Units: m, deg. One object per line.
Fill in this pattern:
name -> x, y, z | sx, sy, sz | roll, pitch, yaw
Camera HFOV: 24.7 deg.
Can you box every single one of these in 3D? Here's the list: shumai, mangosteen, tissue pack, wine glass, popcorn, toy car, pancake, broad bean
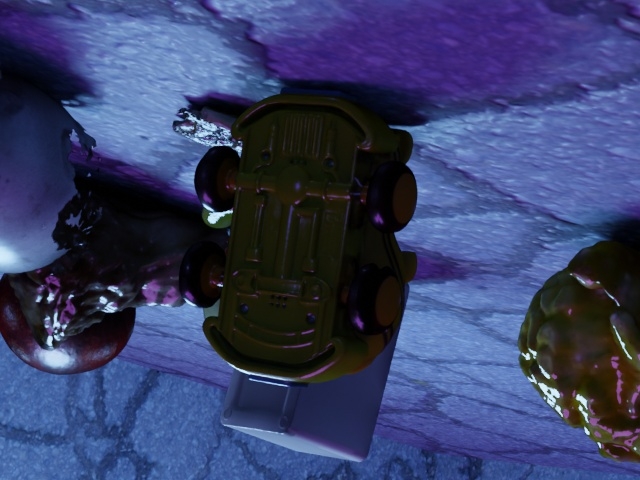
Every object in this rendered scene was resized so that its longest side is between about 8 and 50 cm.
shumai -> -0.255, 0.000, 1.853 | 0.283, 0.217, 0.346 | -17, 180, -2
mangosteen -> -0.379, 0.080, 2.211 | 0.215, 0.215, 0.257 | 16, 137, -8
tissue pack -> -0.009, 0.148, 1.918 | 0.136, 0.246, 0.159 | 24, 166, -36
wine glass -> -0.325, -0.088, 1.339 | 0.190, 0.190, 0.357 | 12, 167, 12
popcorn -> 0.316, 0.098, 1.436 | 0.237, 0.206, 0.251 | 26, 158, 33
toy car -> 0.000, 0.000, 1.243 | 0.200, 0.248, 0.142 | 11, -179, 33
pancake -> -0.081, -0.101, 1.382 | 0.116, 0.022, 0.129 | 16, 173, -8
broad bean -> -0.103, -0.040, 1.647 | 0.063, 0.045, 0.083 | 15, 163, -30

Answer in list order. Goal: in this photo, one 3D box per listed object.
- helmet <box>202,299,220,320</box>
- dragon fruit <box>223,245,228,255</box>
helmet -> -0.075, 0.122, 2.136 | 0.257, 0.137, 0.204 | 22, 166, -35
dragon fruit -> -0.070, 0.007, 1.665 | 0.106, 0.083, 0.162 | -3, -156, 28
